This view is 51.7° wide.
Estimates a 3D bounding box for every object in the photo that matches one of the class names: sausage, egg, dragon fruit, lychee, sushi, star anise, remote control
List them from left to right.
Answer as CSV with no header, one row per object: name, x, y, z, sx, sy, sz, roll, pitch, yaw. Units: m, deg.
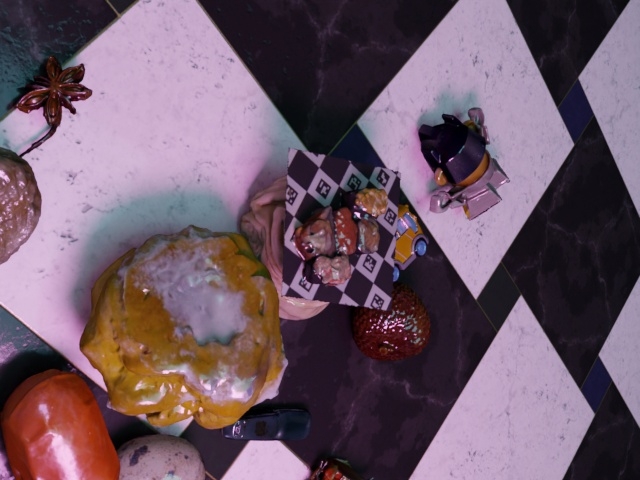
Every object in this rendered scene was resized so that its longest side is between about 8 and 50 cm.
star anise,-0.452,-0.217,1.095,0.097,0.070,0.191,33,74,-7
sausage,-0.434,0.346,1.100,0.141,0.153,0.268,-25,108,-46
egg,-0.303,0.429,1.221,0.181,0.141,0.141,19,82,-20
remote control,-0.111,0.398,1.426,0.222,0.042,0.072,10,90,-38
dragon fruit,0.036,0.560,1.522,0.175,0.138,0.142,-29,88,-11
sushi,0.065,-0.020,1.259,0.292,0.059,0.294,9,79,-38
lychee,0.159,0.187,1.533,0.194,0.194,0.194,-4,97,-38

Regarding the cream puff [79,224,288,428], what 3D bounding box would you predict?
cream puff,-0.244,0.175,1.184,0.378,0.275,0.378,14,59,-24

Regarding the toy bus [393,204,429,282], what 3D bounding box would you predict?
toy bus,0.145,0.006,1.535,0.209,0.126,0.136,-40,116,-31

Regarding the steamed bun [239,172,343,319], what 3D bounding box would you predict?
steamed bun,-0.021,0.008,1.345,0.276,0.203,0.289,45,74,-25

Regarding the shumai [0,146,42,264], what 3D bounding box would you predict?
shumai,-0.554,-0.079,0.986,0.225,0.222,0.261,-34,151,-19

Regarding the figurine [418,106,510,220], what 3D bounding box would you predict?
figurine,0.363,-0.200,1.679,0.308,0.143,0.309,16,70,-51
